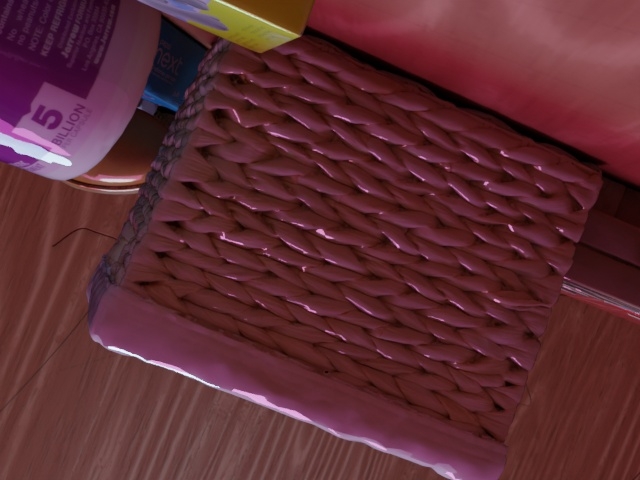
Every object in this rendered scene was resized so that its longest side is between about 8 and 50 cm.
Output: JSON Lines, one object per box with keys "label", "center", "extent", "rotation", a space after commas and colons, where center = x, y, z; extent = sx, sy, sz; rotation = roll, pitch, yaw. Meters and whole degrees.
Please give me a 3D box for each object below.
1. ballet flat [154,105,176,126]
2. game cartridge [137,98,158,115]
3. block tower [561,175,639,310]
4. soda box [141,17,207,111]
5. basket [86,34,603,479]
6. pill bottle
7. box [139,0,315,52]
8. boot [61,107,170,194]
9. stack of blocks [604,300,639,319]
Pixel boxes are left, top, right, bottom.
{"label": "ballet flat", "center": [-0.170, -0.160, 1.401], "extent": [0.084, 0.058, 0.250], "rotation": [22, -160, 38]}
{"label": "game cartridge", "center": [-0.319, -0.220, 1.155], "extent": [0.294, 0.060, 0.196], "rotation": [23, 163, 3]}
{"label": "block tower", "center": [0.223, -0.003, 0.990], "extent": [0.097, 0.091, 0.335], "rotation": [23, 180, -8]}
{"label": "soda box", "center": [-0.174, -0.176, 0.974], "extent": [0.071, 0.067, 0.210], "rotation": [22, 179, 20]}
{"label": "basket", "center": [0.000, 0.000, 0.900], "extent": [0.331, 0.266, 0.328], "rotation": [21, 180, -12]}
{"label": "pill bottle", "center": [-0.270, -0.162, 0.685], "extent": [0.302, 0.169, 0.169], "rotation": [22, 180, -33]}
{"label": "box", "center": [-0.096, -0.161, 0.593], "extent": [0.178, 0.042, 0.109], "rotation": [21, 179, -15]}
{"label": "boot", "center": [-0.277, -0.157, 1.048], "extent": [0.283, 0.109, 0.220], "rotation": [28, 164, 11]}
{"label": "stack of blocks", "center": [0.438, 0.083, 1.039], "extent": [0.297, 0.087, 0.171], "rotation": [22, 179, -39]}
